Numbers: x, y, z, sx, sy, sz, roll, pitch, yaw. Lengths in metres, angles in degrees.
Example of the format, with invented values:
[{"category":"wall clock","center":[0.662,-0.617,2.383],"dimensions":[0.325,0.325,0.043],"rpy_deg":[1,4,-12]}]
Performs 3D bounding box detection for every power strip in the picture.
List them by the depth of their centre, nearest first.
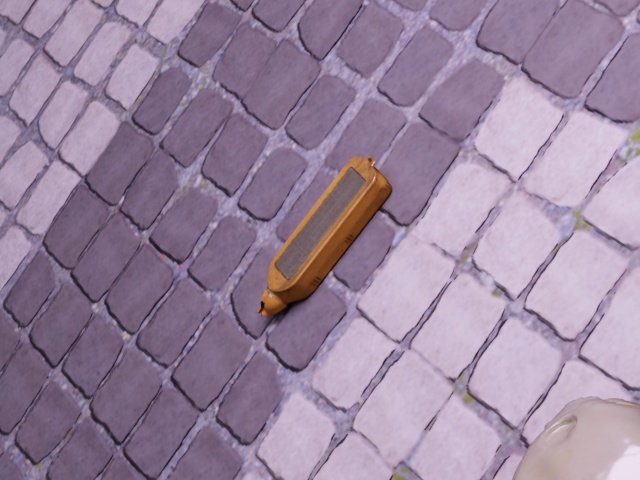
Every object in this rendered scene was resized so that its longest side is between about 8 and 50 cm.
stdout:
[{"category":"power strip","center":[0.000,0.000,1.747],"dimensions":[0.178,0.028,0.049],"rpy_deg":[-52,38,7]}]

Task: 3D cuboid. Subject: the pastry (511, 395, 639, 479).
[{"category":"pastry","center":[0.234,0.204,1.185],"dimensions":[0.133,0.265,0.265],"rpy_deg":[-54,38,7]}]
